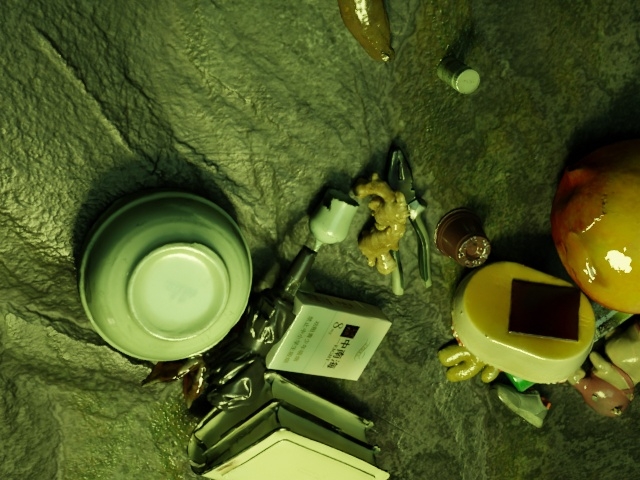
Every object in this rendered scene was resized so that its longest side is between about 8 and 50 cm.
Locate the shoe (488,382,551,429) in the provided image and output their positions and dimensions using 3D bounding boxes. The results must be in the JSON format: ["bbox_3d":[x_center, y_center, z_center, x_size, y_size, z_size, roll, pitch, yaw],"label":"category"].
[{"bbox_3d":[0.459,0.362,1.991,0.194,0.074,0.077,39,88,-33],"label":"shoe"}]

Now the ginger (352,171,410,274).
[{"bbox_3d":[0.115,-0.029,1.629,0.052,0.176,0.193,-35,98,-30],"label":"ginger"}]

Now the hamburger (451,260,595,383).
[{"bbox_3d":[0.413,0.161,1.770,0.295,0.151,0.227,22,72,11],"label":"hamburger"}]

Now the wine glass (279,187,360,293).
[{"bbox_3d":[0.000,0.000,1.631,0.079,0.079,0.196,20,109,-27],"label":"wine glass"}]

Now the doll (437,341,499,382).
[{"bbox_3d":[0.360,0.234,1.888,0.209,0.097,0.137,-19,90,10],"label":"doll"}]

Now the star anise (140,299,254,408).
[{"bbox_3d":[-0.220,0.199,1.654,0.288,0.088,0.288,-16,126,-24],"label":"star anise"}]

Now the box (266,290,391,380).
[{"bbox_3d":[0.008,0.188,1.712,0.242,0.067,0.155,17,112,-40],"label":"box"}]

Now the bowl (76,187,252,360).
[{"bbox_3d":[-0.256,0.068,1.486,0.307,0.163,0.307,-3,100,-19],"label":"bowl"}]

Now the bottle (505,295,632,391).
[{"bbox_3d":[0.551,0.207,1.921,0.330,0.093,0.093,-36,122,2],"label":"bottle"}]

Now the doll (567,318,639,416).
[{"bbox_3d":[0.694,0.276,1.975,0.256,0.196,0.152,-44,84,11],"label":"doll"}]

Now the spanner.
[{"bbox_3d":[0.167,-0.034,1.693,0.095,0.040,0.325,-17,122,-9],"label":"spanner"}]

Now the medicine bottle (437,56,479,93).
[{"bbox_3d":[0.247,-0.296,1.556,0.047,0.083,0.047,-8,119,-15],"label":"medicine bottle"}]

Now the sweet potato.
[{"bbox_3d":[0.077,-0.419,1.432,0.112,0.085,0.286,-24,122,-11],"label":"sweet potato"}]

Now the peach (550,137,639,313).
[{"bbox_3d":[0.630,-0.032,1.707,0.372,0.290,0.373,-6,116,-12],"label":"peach"}]

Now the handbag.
[{"bbox_3d":[-0.061,0.424,1.756,0.236,0.160,0.358,-39,134,17],"label":"handbag"}]

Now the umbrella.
[{"bbox_3d":[-0.102,0.161,1.590,0.118,0.118,0.340,30,93,-29],"label":"umbrella"}]

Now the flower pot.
[{"bbox_3d":[0.292,0.004,1.726,0.111,0.089,0.111,-8,119,-15],"label":"flower pot"}]
